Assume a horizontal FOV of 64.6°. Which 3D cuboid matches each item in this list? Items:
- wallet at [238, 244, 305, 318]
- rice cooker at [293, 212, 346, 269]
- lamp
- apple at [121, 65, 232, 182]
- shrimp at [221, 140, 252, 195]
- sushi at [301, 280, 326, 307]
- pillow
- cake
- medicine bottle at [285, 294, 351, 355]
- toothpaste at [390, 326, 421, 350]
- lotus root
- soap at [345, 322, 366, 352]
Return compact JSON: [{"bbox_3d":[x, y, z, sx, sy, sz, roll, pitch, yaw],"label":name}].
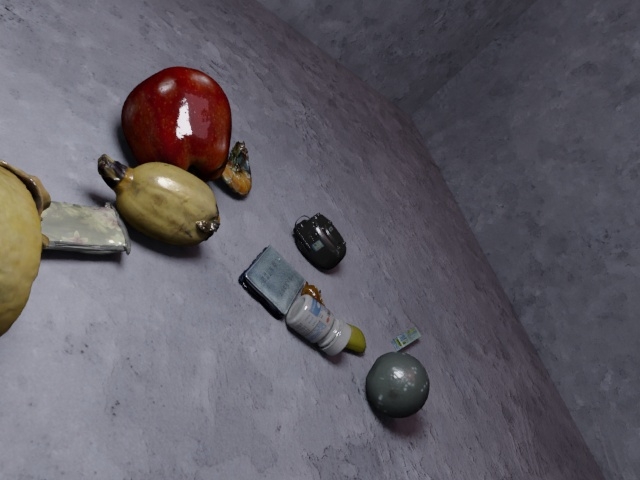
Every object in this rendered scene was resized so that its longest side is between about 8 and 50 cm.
[{"bbox_3d":[-0.132,0.114,1.454,0.167,0.036,0.222,46,28,-6],"label":"wallet"},{"bbox_3d":[-0.001,-0.001,1.686,0.203,0.118,0.142,51,29,-6],"label":"rice cooker"},{"bbox_3d":[0.239,0.390,1.499,0.182,0.182,0.314,49,25,-1],"label":"lamp"},{"bbox_3d":[-0.378,-0.300,1.357,0.288,0.288,0.316,6,64,-52],"label":"apple"},{"bbox_3d":[-0.295,-0.272,1.622,0.222,0.054,0.290,50,22,-34],"label":"shrimp"},{"bbox_3d":[-0.021,0.177,1.521,0.060,0.062,0.117,-7,81,-66],"label":"sushi"},{"bbox_3d":[-0.526,-0.029,1.055,0.255,0.059,0.169,8,43,-50],"label":"pillow"},{"bbox_3d":[-0.549,0.028,0.756,0.332,0.333,0.321,57,-1,13],"label":"cake"},{"bbox_3d":[-0.006,0.236,1.414,0.168,0.105,0.105,40,30,-18],"label":"medicine bottle"},{"bbox_3d":[0.304,0.344,1.788,0.164,0.034,0.046,-8,62,-57],"label":"toothpaste"},{"bbox_3d":[-0.385,-0.098,1.197,0.310,0.183,0.182,29,35,-36],"label":"lotus root"},{"bbox_3d":[0.087,0.293,1.537,0.140,0.045,0.088,26,33,-36],"label":"soap"}]
